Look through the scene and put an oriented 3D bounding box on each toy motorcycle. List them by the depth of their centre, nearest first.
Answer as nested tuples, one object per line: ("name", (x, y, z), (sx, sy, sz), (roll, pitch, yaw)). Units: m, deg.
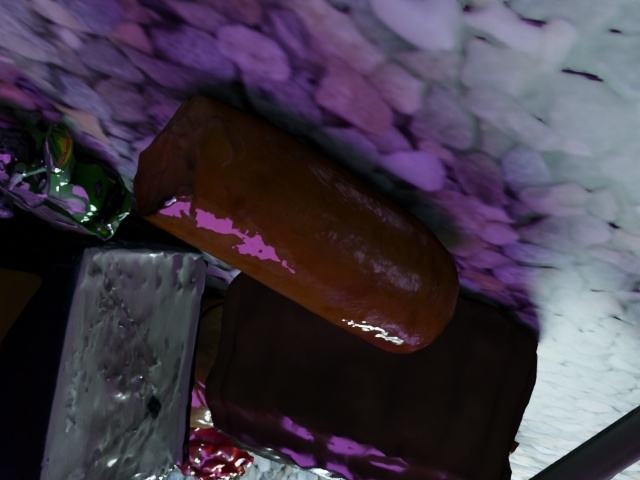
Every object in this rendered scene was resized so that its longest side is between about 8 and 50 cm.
("toy motorcycle", (-0.222, -0.046, 0.834), (0.106, 0.074, 0.190), (3, 159, 16))

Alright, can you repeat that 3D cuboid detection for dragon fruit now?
("dragon fruit", (-0.246, 0.346, 1.880), (0.273, 0.198, 0.218), (21, 138, -13))

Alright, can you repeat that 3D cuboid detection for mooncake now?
("mooncake", (0.043, 0.149, 0.968), (0.324, 0.187, 0.324), (17, 166, 4))

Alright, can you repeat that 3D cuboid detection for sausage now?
("sausage", (0.001, -0.002, 0.684), (0.270, 0.109, 0.109), (31, 159, -36))

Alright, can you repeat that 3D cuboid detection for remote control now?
("remote control", (0.227, 0.226, 0.924), (0.038, 0.309, 0.090), (55, -163, 12))

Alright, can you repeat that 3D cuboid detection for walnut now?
("walnut", (-0.148, 0.144, 1.200), (0.167, 0.167, 0.207), (16, 162, 8))

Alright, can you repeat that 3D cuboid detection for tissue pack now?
("tissue pack", (-0.350, 0.100, 1.037), (0.417, 0.264, 0.253), (10, -177, 25))

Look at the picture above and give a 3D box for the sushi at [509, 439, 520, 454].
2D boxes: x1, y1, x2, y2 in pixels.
("sushi", (0.232, 0.298, 1.459), (0.118, 0.061, 0.060), (11, 150, 18))
